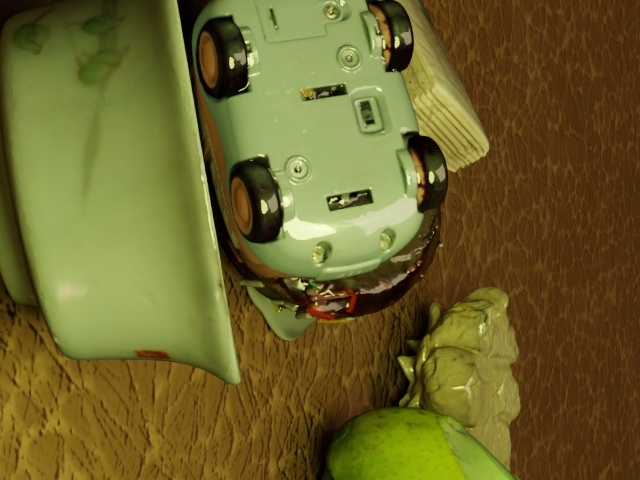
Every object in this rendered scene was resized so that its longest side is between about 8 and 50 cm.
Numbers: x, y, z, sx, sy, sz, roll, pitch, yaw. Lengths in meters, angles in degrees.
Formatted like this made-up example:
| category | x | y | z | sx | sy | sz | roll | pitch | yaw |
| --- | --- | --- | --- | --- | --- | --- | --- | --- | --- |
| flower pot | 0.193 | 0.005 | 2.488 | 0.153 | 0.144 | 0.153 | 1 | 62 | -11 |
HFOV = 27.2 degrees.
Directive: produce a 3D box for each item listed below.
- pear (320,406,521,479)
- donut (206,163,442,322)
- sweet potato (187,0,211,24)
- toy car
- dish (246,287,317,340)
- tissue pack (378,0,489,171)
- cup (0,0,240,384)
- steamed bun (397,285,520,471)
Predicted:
| category | x | y | z | sx | sy | sz | roll | pitch | yaw |
| --- | --- | --- | --- | --- | --- | --- | --- | --- | --- |
| pear | 0.098 | 0.318 | 1.557 | 0.282 | 0.286 | 0.176 | 45 | 23 | -24 |
| donut | 0.001 | -0.038 | 1.363 | 0.270 | 0.103 | 0.269 | 11 | 64 | -24 |
| sweet potato | -0.092 | -0.213 | 1.304 | 0.051 | 0.065 | 0.218 | -22 | 91 | -50 |
| toy car | -0.022 | -0.091 | 1.180 | 0.181 | 0.212 | 0.270 | -11 | 82 | -21 |
| dish | 0.000 | 0.000 | 1.486 | 0.229 | 0.081 | 0.229 | -2 | 92 | -62 |
| tissue pack | 0.082 | -0.243 | 1.478 | 0.170 | 0.071 | 0.325 | 40 | 23 | -56 |
| cup | -0.168 | -0.048 | 1.018 | 0.347 | 0.163 | 0.347 | 171 | -90 | -85 |
| steamed bun | 0.176 | 0.216 | 1.769 | 0.295 | 0.137 | 0.292 | 74 | 28 | -43 |
